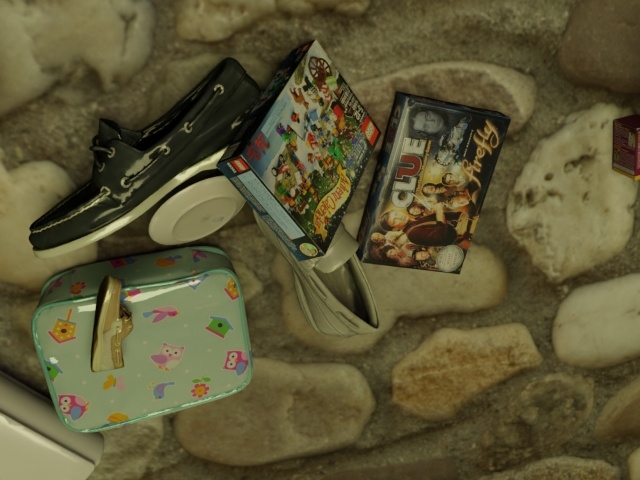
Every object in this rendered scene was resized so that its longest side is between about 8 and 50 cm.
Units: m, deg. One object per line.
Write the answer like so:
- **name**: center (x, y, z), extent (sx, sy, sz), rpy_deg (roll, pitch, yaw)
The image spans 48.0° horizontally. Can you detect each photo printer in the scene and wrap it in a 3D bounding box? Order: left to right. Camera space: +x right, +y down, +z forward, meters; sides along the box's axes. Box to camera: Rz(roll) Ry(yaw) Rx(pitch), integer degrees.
- **photo printer**: center (-0.493, 0.287, 0.966), extent (0.256, 0.107, 0.307), rpy_deg (-44, 117, 6)

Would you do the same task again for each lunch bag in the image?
- **lunch bag**: center (-0.237, 0.136, 0.973), extent (0.279, 0.108, 0.224), rpy_deg (-12, 117, -11)

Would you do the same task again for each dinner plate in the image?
- **dinner plate**: center (-0.152, -0.033, 0.924), extent (0.141, 0.017, 0.141), rpy_deg (-28, 161, -11)

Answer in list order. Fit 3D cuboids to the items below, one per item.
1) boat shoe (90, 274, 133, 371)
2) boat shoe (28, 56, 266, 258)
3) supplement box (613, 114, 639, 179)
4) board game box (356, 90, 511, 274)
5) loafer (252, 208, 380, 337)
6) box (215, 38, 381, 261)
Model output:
- **boat shoe**: center (-0.249, 0.100, 0.866), extent (0.045, 0.050, 0.135), rpy_deg (5, 123, -21)
- **boat shoe**: center (-0.216, -0.107, 0.862), extent (0.340, 0.127, 0.113), rpy_deg (-30, 117, -3)
- **supplement box**: center (0.476, -0.141, 1.083), extent (0.043, 0.055, 0.083), rpy_deg (-15, 117, -10)
- **board game box**: center (0.156, -0.076, 1.027), extent (0.164, 0.042, 0.244), rpy_deg (7, 111, -18)
- **loafer**: center (0.000, 0.000, 0.965), extent (0.112, 0.111, 0.320), rpy_deg (-53, 131, -37)
- **box**: center (-0.015, -0.113, 0.873), extent (0.044, 0.233, 0.159), rpy_deg (-15, 127, 39)
